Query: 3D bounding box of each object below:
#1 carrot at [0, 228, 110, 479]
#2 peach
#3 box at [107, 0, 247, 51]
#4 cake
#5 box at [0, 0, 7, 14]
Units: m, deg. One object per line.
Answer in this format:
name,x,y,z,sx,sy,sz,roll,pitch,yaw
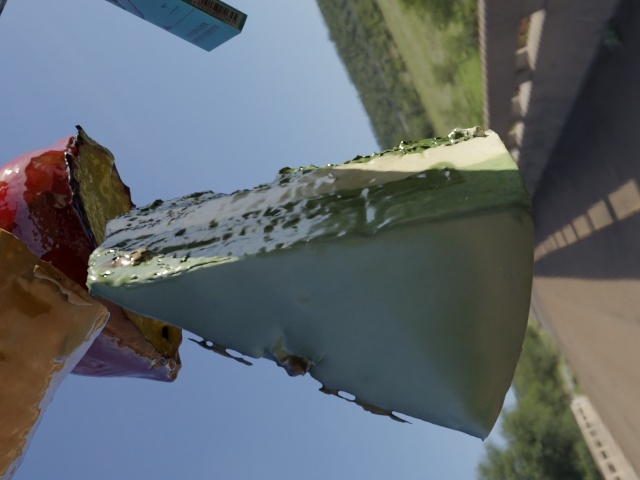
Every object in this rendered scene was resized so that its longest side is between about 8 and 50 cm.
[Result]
carrot,-0.367,0.149,0.852,0.224,0.340,0.224,31,166,9
peach,-0.328,0.049,1.218,0.361,0.201,0.258,64,-173,-5
box,-0.249,-0.386,1.506,0.229,0.041,0.162,24,169,-23
cake,0.005,-0.013,0.620,0.284,0.172,0.158,19,-161,-6
box,-0.228,-0.271,0.663,0.047,0.325,0.180,12,-136,-34
